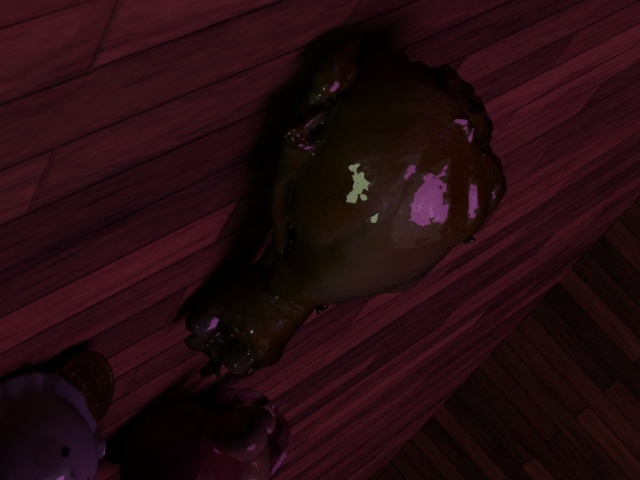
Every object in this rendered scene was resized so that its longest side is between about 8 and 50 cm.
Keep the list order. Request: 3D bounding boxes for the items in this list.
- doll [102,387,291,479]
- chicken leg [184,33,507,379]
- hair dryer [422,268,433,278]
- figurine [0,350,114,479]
[{"bbox_3d":[-0.120,0.248,1.472,0.196,0.152,0.256,-28,170,-2],"label":"doll"},{"bbox_3d":[0.000,0.000,1.091,0.201,0.153,0.429,-15,161,-36],"label":"chicken leg"},{"bbox_3d":[0.028,-0.005,1.297,0.225,0.088,0.219,-19,152,-21],"label":"hair dryer"},{"bbox_3d":[-0.246,0.187,1.017,0.143,0.143,0.271,-56,-175,47],"label":"figurine"}]
